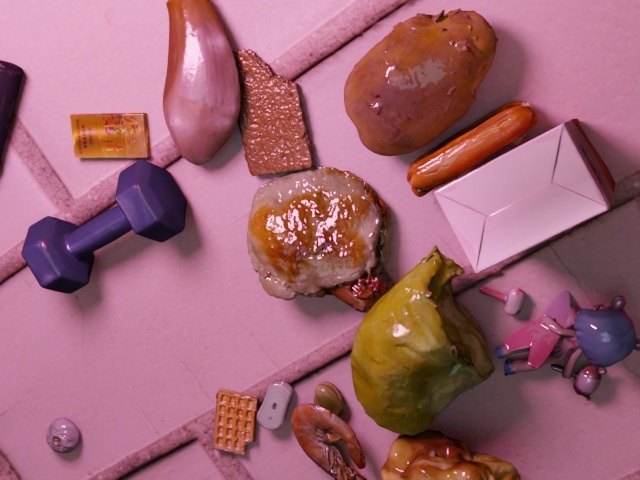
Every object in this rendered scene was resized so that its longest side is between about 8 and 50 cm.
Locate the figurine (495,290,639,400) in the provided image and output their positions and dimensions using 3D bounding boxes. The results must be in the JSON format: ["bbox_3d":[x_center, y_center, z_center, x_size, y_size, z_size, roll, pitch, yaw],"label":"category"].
[{"bbox_3d":[0.444,0.205,1.724,0.260,0.103,0.205,-20,97,29],"label":"figurine"}]

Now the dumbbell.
[{"bbox_3d":[-0.416,-0.022,1.869,0.325,0.160,0.144,-27,125,20],"label":"dumbbell"}]

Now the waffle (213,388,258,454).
[{"bbox_3d":[-0.173,0.372,1.980,0.092,0.021,0.135,8,107,13],"label":"waffle"}]

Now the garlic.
[{"bbox_3d":[-0.224,-0.294,1.762,0.143,0.112,0.318,3,97,35],"label":"garlic"}]

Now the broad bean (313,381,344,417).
[{"bbox_3d":[0.016,0.317,1.903,0.063,0.045,0.083,-3,112,20],"label":"broad bean"}]

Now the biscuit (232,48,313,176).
[{"bbox_3d":[-0.094,-0.240,1.783,0.131,0.026,0.237,-8,102,17],"label":"biscuit"}]

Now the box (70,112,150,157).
[{"bbox_3d":[-0.408,-0.203,1.880,0.156,0.022,0.089,3,106,14],"label":"box"}]

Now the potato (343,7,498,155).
[{"bbox_3d":[0.167,-0.272,1.645,0.296,0.141,0.191,-42,94,19],"label":"potato"}]

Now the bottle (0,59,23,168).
[{"bbox_3d":[-0.647,-0.232,1.913,0.072,0.082,0.244,46,119,48],"label":"bottle"}]

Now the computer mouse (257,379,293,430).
[{"bbox_3d":[-0.088,0.325,1.939,0.056,0.032,0.110,21,99,7],"label":"computer mouse"}]

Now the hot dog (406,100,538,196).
[{"bbox_3d":[0.259,-0.157,1.672,0.249,0.100,0.068,-31,99,18],"label":"hot dog"}]

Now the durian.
[{"bbox_3d":[0.174,0.207,1.747,0.256,0.204,0.340,41,113,-12],"label":"durian"}]

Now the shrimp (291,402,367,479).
[{"bbox_3d":[0.035,0.412,1.911,0.133,0.053,0.236,-33,98,30],"label":"shrimp"}]

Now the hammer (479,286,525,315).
[{"bbox_3d":[0.328,0.103,1.766,0.083,0.031,0.052,19,106,16],"label":"hammer"}]

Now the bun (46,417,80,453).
[{"bbox_3d":[-0.556,0.423,2.085,0.083,0.045,0.083,5,105,19],"label":"bun"}]

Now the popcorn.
[{"bbox_3d":[0.209,0.517,1.777,0.312,0.312,0.312,4,106,14],"label":"popcorn"}]

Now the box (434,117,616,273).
[{"bbox_3d":[0.335,-0.081,1.546,0.225,0.341,0.143,-28,88,20],"label":"box"}]

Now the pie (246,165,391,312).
[{"bbox_3d":[-0.002,-0.009,1.795,0.274,0.105,0.257,8,93,10],"label":"pie"}]
